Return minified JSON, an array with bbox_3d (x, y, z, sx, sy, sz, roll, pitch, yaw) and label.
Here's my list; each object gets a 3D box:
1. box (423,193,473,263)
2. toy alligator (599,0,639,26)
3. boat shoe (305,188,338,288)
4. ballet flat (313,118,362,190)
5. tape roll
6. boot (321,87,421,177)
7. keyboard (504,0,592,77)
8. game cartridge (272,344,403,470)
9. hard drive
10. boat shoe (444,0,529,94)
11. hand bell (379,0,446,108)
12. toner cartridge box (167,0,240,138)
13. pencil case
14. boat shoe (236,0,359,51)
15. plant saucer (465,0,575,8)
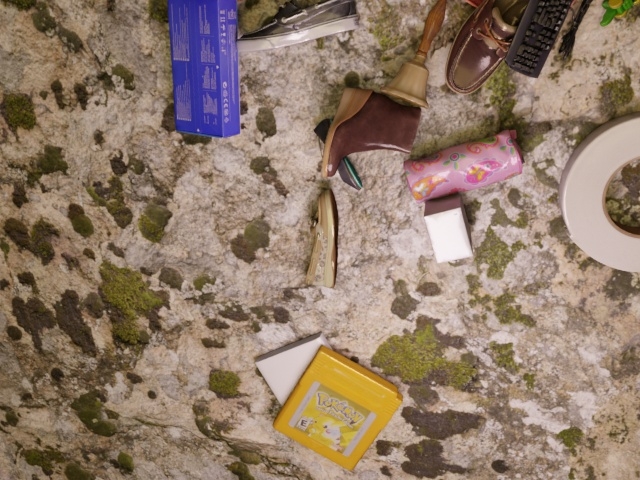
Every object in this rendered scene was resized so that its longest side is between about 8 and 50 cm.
[{"bbox_3d":[0.320,-0.039,1.526,0.091,0.170,0.130,-14,106,17],"label":"box"},{"bbox_3d":[0.676,-0.548,1.323,0.190,0.056,0.051,-44,56,23],"label":"toy alligator"},{"bbox_3d":[0.000,0.000,1.646,0.089,0.104,0.285,4,112,8],"label":"boat shoe"},{"bbox_3d":[0.040,-0.213,1.576,0.074,0.074,0.203,-23,98,19],"label":"ballet flat"},{"bbox_3d":[0.774,-0.112,1.456,0.392,0.072,0.391,4,111,10],"label":"tape roll"},{"bbox_3d":[0.123,-0.245,1.492,0.207,0.090,0.248,19,81,1],"label":"boot"},{"bbox_3d":[0.513,-0.497,1.284,0.202,0.033,0.317,3,117,-38],"label":"keyboard"},{"bbox_3d":[0.049,0.501,1.806,0.285,0.052,0.323,29,115,0],"label":"game cartridge"},{"bbox_3d":[-0.013,0.467,1.860,0.233,0.047,0.353,-25,104,20],"label":"hard drive"},{"bbox_3d":[0.385,-0.469,1.323,0.123,0.123,0.342,35,114,-2],"label":"boat shoe"},{"bbox_3d":[0.243,-0.447,1.438,0.126,0.126,0.241,22,102,3],"label":"hand bell"},{"bbox_3d":[-0.290,-0.442,1.531,0.165,0.075,0.347,14,115,29],"label":"toner cartridge box"},{"bbox_3d":[0.351,-0.181,1.499,0.284,0.124,0.124,-17,106,17],"label":"pencil case"},{"bbox_3d":[-0.063,-0.524,1.459,0.302,0.108,0.102,-10,108,13],"label":"boat shoe"},{"bbox_3d":[0.458,-0.608,1.347,0.259,0.047,0.259,32,114,-1],"label":"plant saucer"}]
